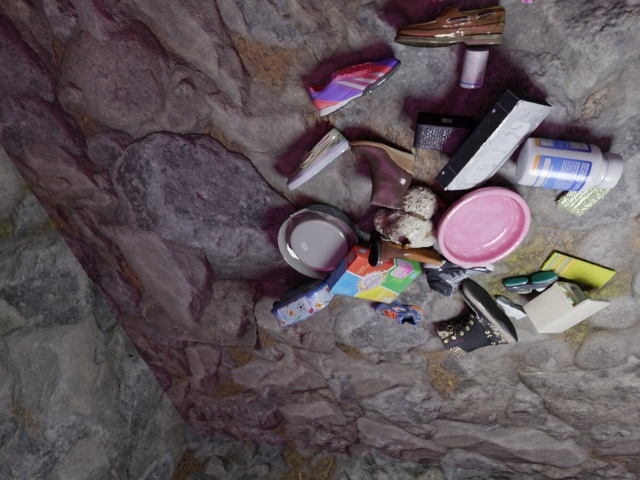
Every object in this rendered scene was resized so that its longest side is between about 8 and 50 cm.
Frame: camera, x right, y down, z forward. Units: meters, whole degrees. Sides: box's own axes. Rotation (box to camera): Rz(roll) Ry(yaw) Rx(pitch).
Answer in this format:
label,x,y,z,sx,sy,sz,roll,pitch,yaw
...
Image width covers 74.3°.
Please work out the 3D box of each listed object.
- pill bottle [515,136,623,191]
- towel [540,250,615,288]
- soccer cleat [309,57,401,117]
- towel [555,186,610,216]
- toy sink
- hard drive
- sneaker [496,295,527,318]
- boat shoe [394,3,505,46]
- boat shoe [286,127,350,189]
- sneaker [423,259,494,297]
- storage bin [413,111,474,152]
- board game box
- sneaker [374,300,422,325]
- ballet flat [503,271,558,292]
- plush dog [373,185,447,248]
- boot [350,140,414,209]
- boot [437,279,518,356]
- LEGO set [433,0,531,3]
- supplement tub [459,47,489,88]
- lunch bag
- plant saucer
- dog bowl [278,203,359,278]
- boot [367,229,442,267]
label,x,y,z,sx,sy,sz,roll,pitch,yaw
pill bottle,0.780,-0.235,1.337,0.271,0.152,0.152,10,127,10
towel,0.981,0.113,1.615,0.237,0.021,0.102,18,134,2
soccer cleat,0.105,-0.520,1.372,0.318,0.109,0.116,-21,113,32
towel,0.895,-0.155,1.439,0.110,0.027,0.148,27,127,-4
toy sink,0.937,0.243,1.621,0.152,0.131,0.234,7,138,-30
hard drive,0.540,-0.300,1.323,0.064,0.236,0.339,55,132,26
sneaker,0.796,0.288,1.778,0.152,0.054,0.061,31,131,-7
boat shoe,0.371,-0.620,1.222,0.307,0.111,0.105,3,109,7
boat shoe,-0.023,-0.302,1.583,0.302,0.109,0.094,-35,94,25
sneaker,0.549,0.155,1.685,0.268,0.101,0.153,-1,82,23
storage bin,0.402,-0.356,1.384,0.180,0.122,0.084,8,127,11
board game box,0.222,0.150,1.769,0.316,0.064,0.242,13,133,-25
sneaker,0.354,0.333,1.926,0.221,0.087,0.083,7,126,12
ballet flat,0.836,0.172,1.669,0.203,0.074,0.074,-16,119,36
plush dog,0.343,-0.095,1.571,0.262,0.210,0.226,19,105,4
boot,0.204,-0.233,1.501,0.248,0.090,0.207,15,92,-2
boot,0.636,0.354,1.828,0.284,0.138,0.377,-33,117,33
LEGO set,0.437,-0.706,1.127,0.286,0.107,0.132,6,126,13
supplement tub,0.464,-0.522,1.276,0.071,0.071,0.107,7,126,12
lunch bag,-0.074,0.263,1.918,0.303,0.243,0.115,-26,102,29
plant saucer,0.579,-0.056,1.528,0.332,0.084,0.332,-3,126,-4
dog bowl,0.000,0.000,1.783,0.348,0.102,0.349,8,126,12
boot,0.325,0.064,1.616,0.280,0.264,0.096,17,106,0
